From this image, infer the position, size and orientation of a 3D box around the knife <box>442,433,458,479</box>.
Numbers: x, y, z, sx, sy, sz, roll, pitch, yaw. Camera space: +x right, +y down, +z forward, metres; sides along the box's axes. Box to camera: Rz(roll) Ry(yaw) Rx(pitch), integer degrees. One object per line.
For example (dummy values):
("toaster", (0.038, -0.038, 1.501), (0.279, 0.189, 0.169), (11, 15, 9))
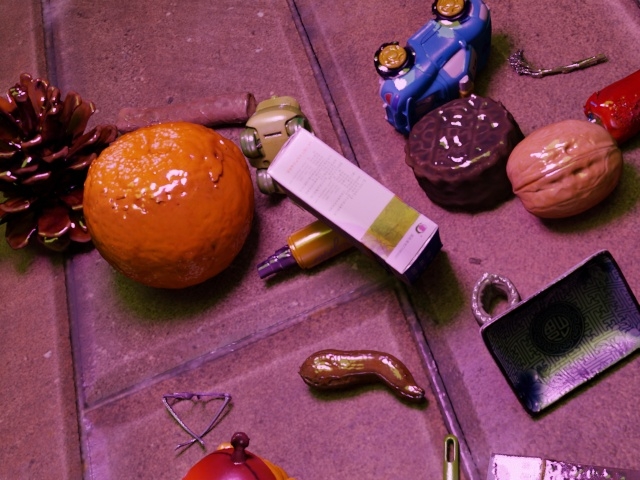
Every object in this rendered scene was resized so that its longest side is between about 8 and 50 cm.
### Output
("knife", (0.211, 0.400, 1.471), (0.054, 0.015, 0.212), (-9, 53, 18))

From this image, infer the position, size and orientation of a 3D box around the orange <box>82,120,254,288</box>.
("orange", (-0.291, -0.063, 1.860), (0.340, 0.293, 0.341), (-10, 39, 8))

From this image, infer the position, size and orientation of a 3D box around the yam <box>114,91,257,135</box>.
("yam", (-0.310, -0.289, 2.170), (0.356, 0.081, 0.081), (-2, 56, 23))

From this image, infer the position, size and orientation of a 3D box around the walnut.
("walnut", (0.430, -0.126, 1.657), (0.197, 0.165, 0.165), (-19, 51, 13))

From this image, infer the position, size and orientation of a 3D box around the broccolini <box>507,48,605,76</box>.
("broccolini", (0.467, -0.351, 1.889), (0.194, 0.054, 0.052), (5, 89, 20))

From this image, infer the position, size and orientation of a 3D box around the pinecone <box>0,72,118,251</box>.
("pinecone", (-0.611, -0.186, 2.051), (0.384, 0.384, 0.384), (-12, 52, 17))

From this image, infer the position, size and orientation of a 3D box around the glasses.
("glasses", (-0.228, 0.328, 1.719), (0.140, 0.062, 0.104), (-7, 76, 20))

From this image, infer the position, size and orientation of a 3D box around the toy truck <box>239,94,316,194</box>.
("toy truck", (-0.076, -0.211, 1.931), (0.148, 0.187, 0.211), (-11, 53, 13))

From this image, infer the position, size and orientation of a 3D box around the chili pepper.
("chili pepper", (0.599, -0.263, 1.719), (0.387, 0.110, 0.110), (-28, 50, 0))

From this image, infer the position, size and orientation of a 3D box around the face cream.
("face cream", (0.000, 0.000, 1.815), (0.273, 0.078, 0.078), (-27, 50, 4))

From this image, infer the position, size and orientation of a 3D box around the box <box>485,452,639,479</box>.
("box", (0.392, 0.413, 1.358), (0.324, 0.047, 0.180), (1, 57, 25))

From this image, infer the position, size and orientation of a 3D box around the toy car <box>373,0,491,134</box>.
("toy car", (0.245, -0.347, 1.888), (0.314, 0.198, 0.166), (-42, 66, -10))

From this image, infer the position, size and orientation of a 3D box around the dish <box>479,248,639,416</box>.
("dish", (0.383, 0.140, 1.510), (0.243, 0.182, 0.080), (-32, 14, 1))

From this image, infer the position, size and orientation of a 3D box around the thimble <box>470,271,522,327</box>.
("thimble", (0.300, 0.109, 1.609), (0.084, 0.062, 0.110), (-21, 50, 11))

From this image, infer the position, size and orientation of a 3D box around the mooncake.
("mooncake", (0.274, -0.173, 1.786), (0.228, 0.124, 0.228), (-13, 51, 17))

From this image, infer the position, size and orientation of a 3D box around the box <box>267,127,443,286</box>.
("box", (0.065, -0.055, 1.669), (0.299, 0.200, 0.106), (36, 88, 13))

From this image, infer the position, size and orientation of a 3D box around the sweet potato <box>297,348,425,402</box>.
("sweet potato", (0.074, 0.228, 1.632), (0.233, 0.062, 0.081), (4, 74, 23))

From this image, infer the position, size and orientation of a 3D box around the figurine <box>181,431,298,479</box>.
("figurine", (-0.152, 0.466, 1.473), (0.320, 0.196, 0.323), (18, 76, 40))
